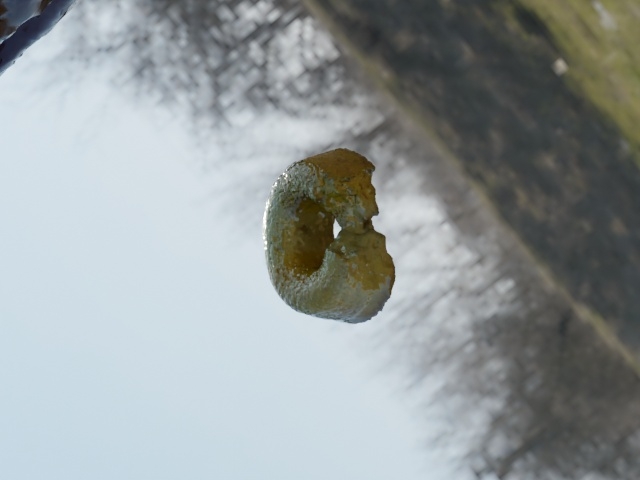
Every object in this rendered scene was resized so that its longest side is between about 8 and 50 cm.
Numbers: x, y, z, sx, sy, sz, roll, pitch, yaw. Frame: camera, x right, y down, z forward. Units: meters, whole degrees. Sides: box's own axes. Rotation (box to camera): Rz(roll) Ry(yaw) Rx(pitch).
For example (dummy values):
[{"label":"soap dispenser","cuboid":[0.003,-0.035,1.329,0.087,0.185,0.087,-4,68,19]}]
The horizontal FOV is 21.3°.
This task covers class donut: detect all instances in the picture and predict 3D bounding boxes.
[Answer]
[{"label":"donut","cuboid":[0.000,0.000,1.035,0.043,0.097,0.108,-1,-112,-36]}]

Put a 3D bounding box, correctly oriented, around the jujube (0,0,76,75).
[{"label":"jujube","cuboid":[-0.195,-0.128,0.526,0.258,0.377,0.258,41,-150,-31]}]
